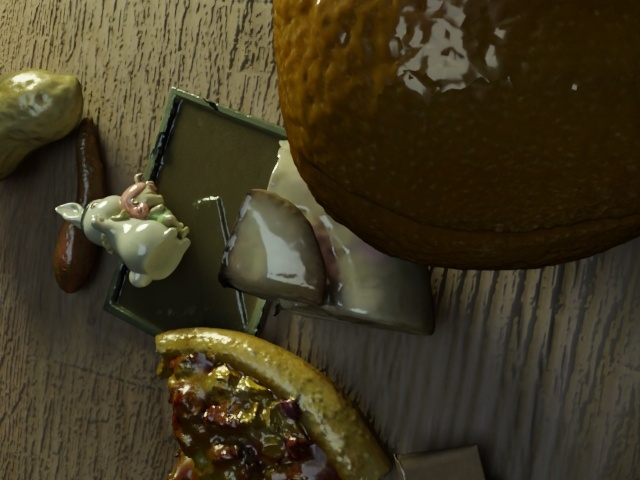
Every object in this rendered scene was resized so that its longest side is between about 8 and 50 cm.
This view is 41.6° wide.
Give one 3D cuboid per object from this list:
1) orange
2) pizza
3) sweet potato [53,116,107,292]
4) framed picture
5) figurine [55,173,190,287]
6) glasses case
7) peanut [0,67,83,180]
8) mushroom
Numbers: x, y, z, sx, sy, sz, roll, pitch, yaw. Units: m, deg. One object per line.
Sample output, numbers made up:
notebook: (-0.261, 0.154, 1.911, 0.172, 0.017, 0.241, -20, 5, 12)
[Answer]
orange: (0.147, -0.135, 0.625, 0.357, 0.322, 0.321, -4, 89, 2)
pizza: (-0.081, 0.215, 0.875, 0.290, 0.081, 0.228, 29, 111, 16)
sweet potato: (-0.282, -0.042, 1.000, 0.050, 0.050, 0.214, 9, 90, 26)
framed picture: (-0.126, -0.010, 0.936, 0.209, 0.019, 0.281, 25, 101, 24)
figurine: (-0.213, -0.021, 0.939, 0.146, 0.081, 0.098, 36, 64, 27)
glasses case: (0.138, 0.283, 0.790, 0.103, 0.070, 0.193, -13, 82, -2)
peanut: (-0.377, -0.134, 1.006, 0.237, 0.120, 0.110, -17, 110, 25)
mushroom: (0.027, -0.005, 0.767, 0.173, 0.236, 0.162, 8, 83, 11)
